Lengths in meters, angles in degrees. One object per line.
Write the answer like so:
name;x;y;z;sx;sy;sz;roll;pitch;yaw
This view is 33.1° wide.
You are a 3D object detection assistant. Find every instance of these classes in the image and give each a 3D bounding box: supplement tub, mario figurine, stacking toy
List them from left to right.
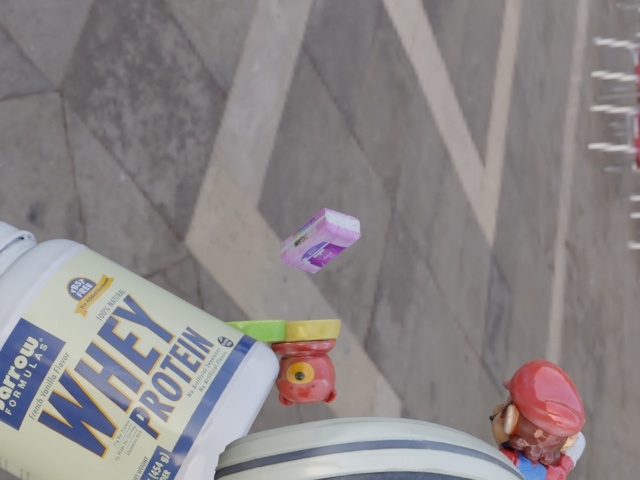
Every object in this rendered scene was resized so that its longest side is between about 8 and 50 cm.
supplement tub;-0.231;0.143;1.093;0.235;0.325;0.235;-62;178;-4
stacking toy;-0.140;0.193;1.634;0.279;0.309;0.130;12;73;-69
mario figurine;0.259;0.318;1.511;0.198;0.170;0.320;30;81;-64

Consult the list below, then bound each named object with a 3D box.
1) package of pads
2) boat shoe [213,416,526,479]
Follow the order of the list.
package of pads;0.000;0.000;1.169;0.050;0.083;0.032;20;47;-33
boat shoe;0.077;0.271;0.750;0.500;0.187;0.156;60;23;-47
